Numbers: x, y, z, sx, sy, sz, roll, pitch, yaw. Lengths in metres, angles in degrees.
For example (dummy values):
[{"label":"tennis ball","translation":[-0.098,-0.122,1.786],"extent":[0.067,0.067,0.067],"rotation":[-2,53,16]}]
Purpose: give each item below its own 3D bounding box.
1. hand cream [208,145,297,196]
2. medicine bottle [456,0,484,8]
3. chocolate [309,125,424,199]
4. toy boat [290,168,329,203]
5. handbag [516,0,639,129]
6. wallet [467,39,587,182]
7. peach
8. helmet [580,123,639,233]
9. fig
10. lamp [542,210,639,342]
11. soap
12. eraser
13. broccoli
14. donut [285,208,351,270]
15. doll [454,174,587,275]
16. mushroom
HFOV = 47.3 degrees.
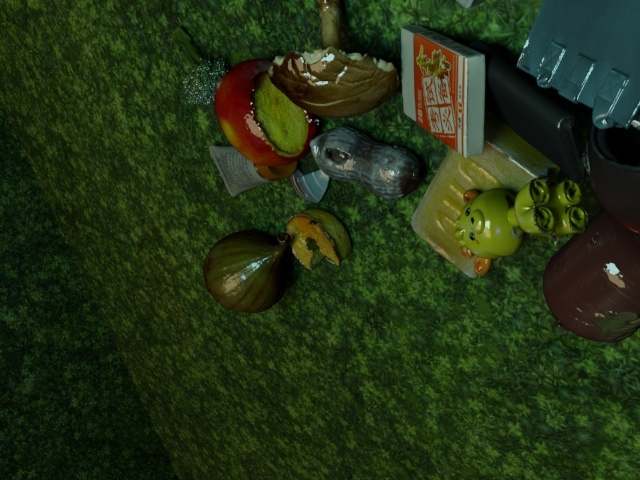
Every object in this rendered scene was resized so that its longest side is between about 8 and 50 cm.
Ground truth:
[{"label":"hand cream","translation":[-0.169,-0.169,1.715],"extent":[0.314,0.089,0.139],"rotation":[1,118,54]},{"label":"medicine bottle","translation":[0.193,-0.448,1.052],"extent":[0.188,0.088,0.132],"rotation":[47,144,11]},{"label":"chocolate","translation":[0.088,-0.152,1.414],"extent":[0.248,0.110,0.110],"rotation":[29,138,31]},{"label":"toy boat","translation":[-0.010,-0.127,1.607],"extent":[0.122,0.034,0.096],"rotation":[-12,115,51]},{"label":"handbag","translation":[0.361,-0.246,0.930],"extent":[0.229,0.062,0.179],"rotation":[53,129,52]},{"label":"wallet","translation":[0.303,-0.193,1.077],"extent":[0.149,0.044,0.250],"rotation":[51,-177,-45]},{"label":"peach","translation":[-0.106,-0.256,1.480],"extent":[0.226,0.196,0.190],"rotation":[45,-174,27]},{"label":"helmet","translation":[0.451,-0.100,0.950],"extent":[0.216,0.189,0.193],"rotation":[17,146,2]},{"label":"fig","translation":[-0.148,0.060,1.773],"extent":[0.217,0.217,0.321],"rotation":[56,145,-3]},{"label":"lamp","translation":[0.453,0.051,1.109],"extent":[0.180,0.180,0.258],"rotation":[46,141,12]},{"label":"soap","translation":[0.279,-0.076,1.267],"extent":[0.173,0.089,0.274],"rotation":[42,142,17]},{"label":"eraser","translation":[0.192,-0.246,1.173],"extent":[0.230,0.038,0.157],"rotation":[-125,25,-57]},{"label":"broccoli","translation":[-0.282,-0.399,1.648],"extent":[0.204,0.118,0.122],"rotation":[57,169,20]},{"label":"donut","translation":[-0.006,-0.010,1.670],"extent":[0.181,0.078,0.146],"rotation":[-14,107,60]},{"label":"doll","translation":[0.290,-0.032,1.138],"extent":[0.221,0.135,0.142],"rotation":[-27,69,57]},{"label":"mushroom","translation":[0.017,-0.356,1.274],"extent":[0.233,0.208,0.301],"rotation":[-2,115,18]}]
